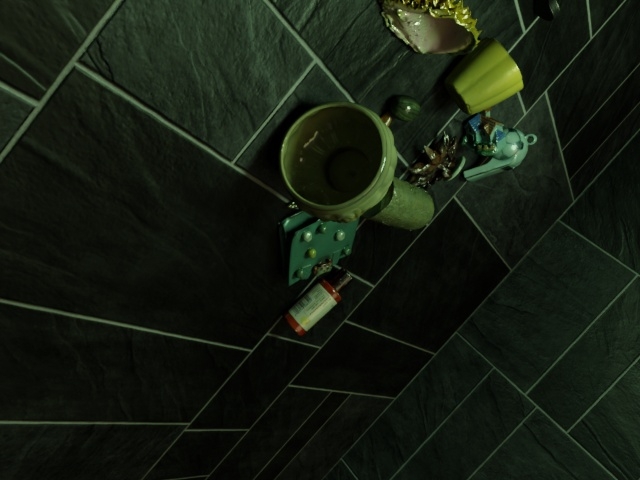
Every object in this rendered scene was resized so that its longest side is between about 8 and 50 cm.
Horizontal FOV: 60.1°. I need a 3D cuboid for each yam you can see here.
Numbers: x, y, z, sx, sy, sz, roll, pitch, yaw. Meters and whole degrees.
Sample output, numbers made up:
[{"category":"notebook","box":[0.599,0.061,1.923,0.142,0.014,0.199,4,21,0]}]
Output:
[{"category":"yam","box":[0.245,-0.124,1.820,0.268,0.161,0.161,13,116,-46]}]

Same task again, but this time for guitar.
[{"category":"guitar","box":[0.682,-0.789,1.681,0.038,0.084,0.271,-41,141,-5]}]

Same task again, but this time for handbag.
[{"category":"handbag","box":[0.003,0.001,1.750,0.269,0.100,0.274,-27,143,-28]}]

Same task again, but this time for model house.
[{"category":"model house","box":[0.569,-0.392,1.933,0.119,0.148,0.148,-31,132,-14]}]

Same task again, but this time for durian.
[{"category":"durian","box":[0.312,-0.556,1.410,0.185,0.196,0.305,-54,145,1]}]

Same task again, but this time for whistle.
[{"category":"whistle","box":[0.681,-0.343,2.123,0.290,0.163,0.163,-18,160,30]}]

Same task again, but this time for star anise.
[{"category":"star anise","box":[0.402,-0.248,1.918,0.272,0.102,0.272,-33,150,-22]}]

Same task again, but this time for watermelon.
[{"category":"watermelon","box":[0.250,-0.387,1.622,0.111,0.078,0.078,-4,129,-53]}]

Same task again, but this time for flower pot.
[{"category":"flower pot","box":[0.062,-0.190,1.449,0.307,0.307,0.244,-50,161,7]},{"category":"flower pot","box":[0.490,-0.489,1.697,0.179,0.195,0.195,-37,149,9]}]

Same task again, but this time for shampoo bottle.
[{"category":"shampoo bottle","box":[-0.002,0.209,1.968,0.278,0.104,0.104,-43,147,-5]}]

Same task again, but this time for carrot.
[{"category":"carrot","box":[0.149,-0.292,1.641,0.209,0.061,0.061,-57,146,8]}]

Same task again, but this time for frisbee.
[{"category":"frisbee","box":[0.480,-0.260,1.999,0.014,0.110,0.110,36,100,-13]}]

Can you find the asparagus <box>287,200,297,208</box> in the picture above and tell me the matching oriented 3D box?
[{"category":"asparagus","box":[-0.002,-0.143,1.652,0.236,0.027,0.034,-29,164,-23]}]
